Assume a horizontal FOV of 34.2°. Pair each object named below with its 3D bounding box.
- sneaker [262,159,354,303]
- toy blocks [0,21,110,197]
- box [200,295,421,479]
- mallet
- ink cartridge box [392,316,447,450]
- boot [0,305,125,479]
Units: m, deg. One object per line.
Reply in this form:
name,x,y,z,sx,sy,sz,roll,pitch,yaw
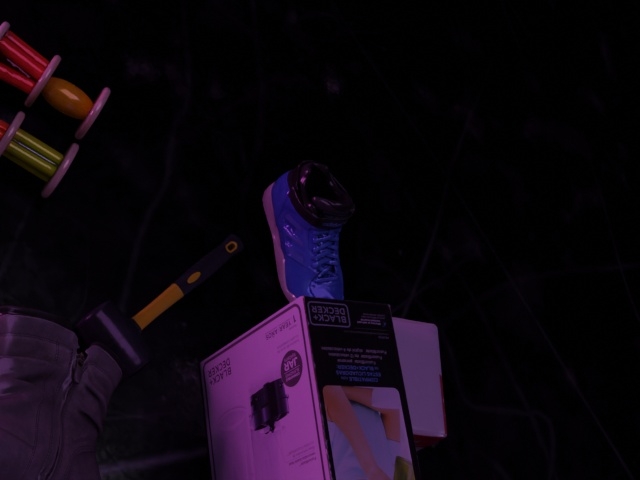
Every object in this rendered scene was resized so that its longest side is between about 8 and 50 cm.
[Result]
sneaker,-0.001,0.000,0.959,0.058,0.084,0.152,-3,69,-36
toy blocks,-0.263,-0.120,0.860,0.148,0.054,0.123,33,51,-17
box,-0.004,0.207,0.797,0.087,0.169,0.290,8,61,-34
mallet,-0.132,0.039,0.884,0.062,0.039,0.190,47,45,-9
ink cartridge box,0.044,0.135,0.887,0.056,0.135,0.099,12,60,-26
boot,-0.228,0.116,0.700,0.246,0.083,0.161,41,44,-54
